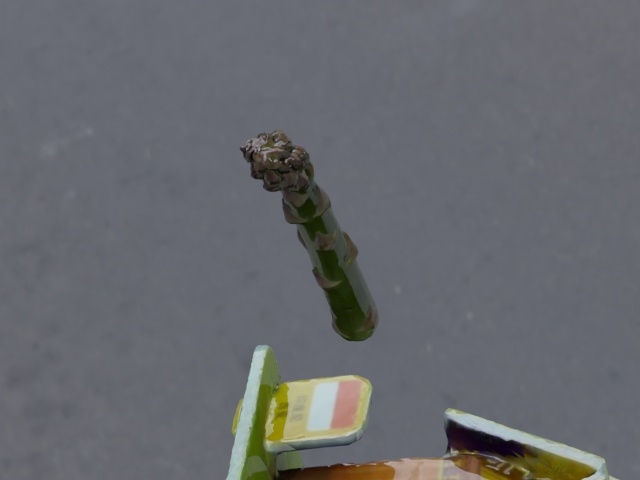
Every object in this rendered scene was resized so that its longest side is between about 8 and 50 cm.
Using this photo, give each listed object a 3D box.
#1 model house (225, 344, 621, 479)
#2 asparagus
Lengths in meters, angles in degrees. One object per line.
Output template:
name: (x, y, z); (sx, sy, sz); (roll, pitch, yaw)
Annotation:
model house: (0.134, 0.180, 1.070); (0.323, 0.300, 0.340); (-5, 35, 12)
asparagus: (0.000, 0.000, 0.736); (0.024, 0.248, 0.025); (-36, 72, -3)
